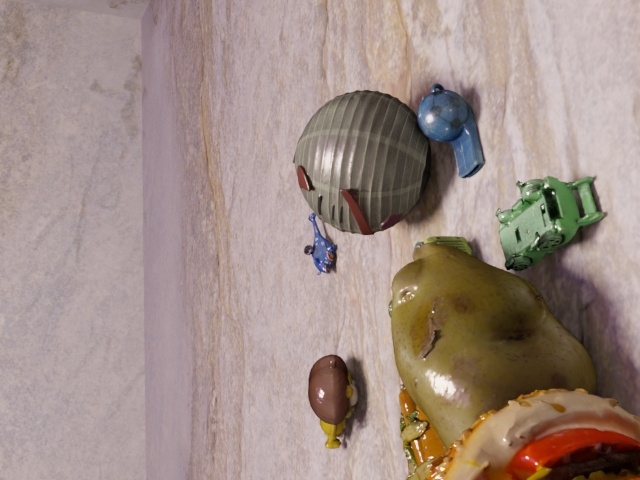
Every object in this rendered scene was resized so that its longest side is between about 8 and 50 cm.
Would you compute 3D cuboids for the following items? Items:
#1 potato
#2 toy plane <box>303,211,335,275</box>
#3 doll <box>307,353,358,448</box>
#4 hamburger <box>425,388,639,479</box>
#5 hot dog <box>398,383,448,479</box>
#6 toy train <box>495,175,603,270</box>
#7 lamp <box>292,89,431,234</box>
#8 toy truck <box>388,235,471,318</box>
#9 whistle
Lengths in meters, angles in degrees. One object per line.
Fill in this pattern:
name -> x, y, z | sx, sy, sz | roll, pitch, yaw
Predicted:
potato -> 0.203, 0.141, 1.197 | 0.202, 0.218, 0.351 | 79, 164, -52
toy plane -> 0.000, 0.000, 1.936 | 0.062, 0.054, 0.167 | -38, 49, 28
doll -> 0.026, 0.300, 1.788 | 0.188, 0.096, 0.145 | 82, -171, -50
hamburger -> 0.251, 0.330, 0.960 | 0.250, 0.330, 0.330 | -127, 46, -56
hot dog -> 0.173, 0.344, 1.451 | 0.109, 0.072, 0.269 | -56, 39, 46
toy train -> 0.292, -0.022, 1.228 | 0.149, 0.081, 0.099 | 121, 144, -57
lamp -> 0.065, -0.126, 1.554 | 0.265, 0.233, 0.233 | 59, -157, -67
toy truck -> 0.180, 0.093, 1.451 | 0.116, 0.085, 0.191 | -112, 33, -43
whistle -> 0.195, -0.178, 1.457 | 0.090, 0.090, 0.157 | 132, 136, -56
